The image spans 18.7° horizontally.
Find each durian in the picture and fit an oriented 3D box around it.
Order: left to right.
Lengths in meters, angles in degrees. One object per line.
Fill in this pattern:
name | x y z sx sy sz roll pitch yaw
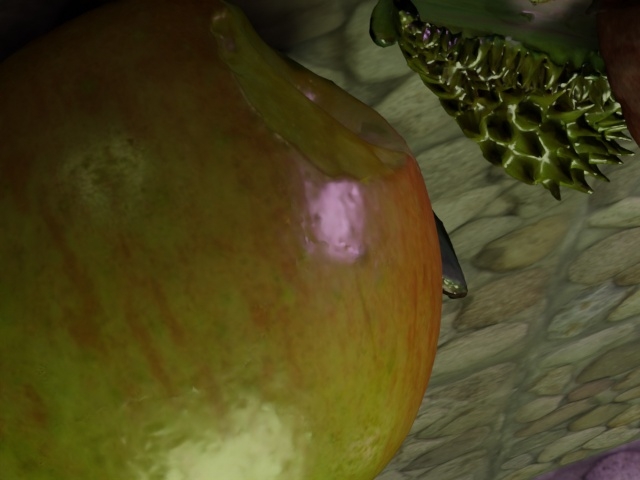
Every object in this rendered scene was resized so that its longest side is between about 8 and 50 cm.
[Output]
durian | 0.154 -0.104 1.291 0.375 0.132 0.106 7 133 -44

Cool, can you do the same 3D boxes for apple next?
apple | -0.090 0.035 1.138 0.339 0.339 0.339 -19 160 -7

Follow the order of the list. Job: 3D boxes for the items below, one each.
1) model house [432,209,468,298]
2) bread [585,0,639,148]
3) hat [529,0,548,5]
model house | 0.004 0.006 1.410 0.152 0.165 0.106 -35 173 36
bread | 0.288 -0.136 1.191 0.190 0.123 0.244 -34 -169 -39
hat | 0.158 -0.180 1.196 0.077 0.059 0.076 -18 177 6
